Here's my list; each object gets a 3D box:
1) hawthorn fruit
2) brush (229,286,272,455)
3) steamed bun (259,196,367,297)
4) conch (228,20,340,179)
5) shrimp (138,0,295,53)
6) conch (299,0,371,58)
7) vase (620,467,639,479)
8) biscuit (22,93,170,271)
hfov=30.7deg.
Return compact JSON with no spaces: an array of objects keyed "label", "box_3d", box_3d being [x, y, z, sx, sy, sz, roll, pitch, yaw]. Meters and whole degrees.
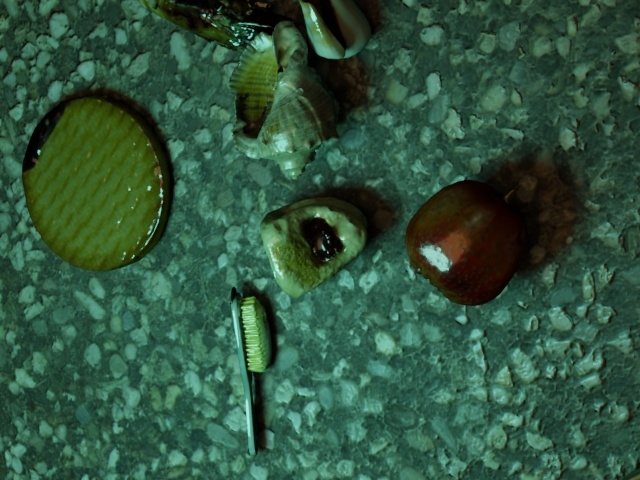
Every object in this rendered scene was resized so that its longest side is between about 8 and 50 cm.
[{"label":"hawthorn fruit","box_3d":[0.224,-0.011,1.713,0.179,0.179,0.200,39,96,16]},{"label":"brush","box_3d":[-0.108,0.222,1.979,0.060,0.068,0.296,-4,101,5]},{"label":"steamed bun","box_3d":[0.000,0.000,1.840,0.155,0.172,0.140,-21,99,10]},{"label":"conch","box_3d":[-0.060,-0.217,1.819,0.178,0.163,0.245,-4,95,11]},{"label":"shrimp","box_3d":[-0.180,-0.449,1.899,0.365,0.071,0.233,28,104,25]},{"label":"conch","box_3d":[0.018,-0.339,1.773,0.094,0.176,0.104,32,71,30]},{"label":"vase","box_3d":[0.587,0.367,1.585,0.302,0.241,0.329,36,84,31]},{"label":"biscuit","box_3d":[-0.399,-0.101,2.075,0.318,0.040,0.318,5,101,27]}]
